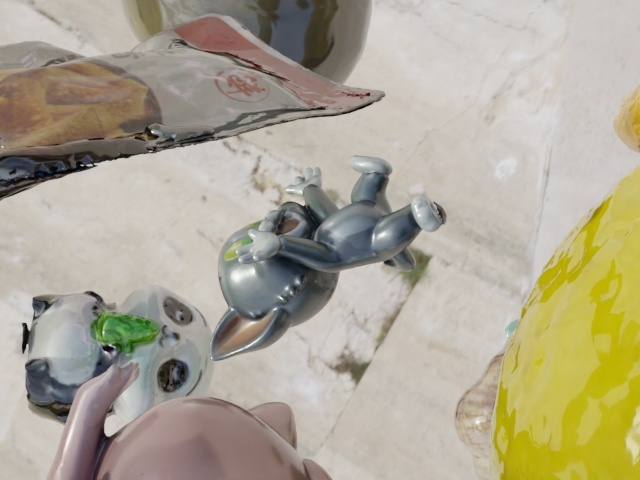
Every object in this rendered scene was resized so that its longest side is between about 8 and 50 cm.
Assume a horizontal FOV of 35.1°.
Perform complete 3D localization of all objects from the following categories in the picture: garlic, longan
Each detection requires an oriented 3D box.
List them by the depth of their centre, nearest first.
[{"bbox_3d":[0.180,0.134,0.770,0.102,0.159,0.147,1,98,54],"label":"garlic"},{"bbox_3d":[-0.103,-0.332,1.398,0.361,0.361,0.360,5,106,17],"label":"longan"}]

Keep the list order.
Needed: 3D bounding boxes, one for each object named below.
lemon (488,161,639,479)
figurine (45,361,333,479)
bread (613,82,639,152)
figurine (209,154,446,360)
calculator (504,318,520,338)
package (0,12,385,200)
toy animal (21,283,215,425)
[{"bbox_3d":[0.257,0.088,0.428,0.350,0.350,0.387,37,70,6],"label":"lemon"},{"bbox_3d":[-0.130,0.186,0.572,0.176,0.288,0.186,57,152,35],"label":"figurine"},{"bbox_3d":[0.325,-0.097,0.901,0.082,0.106,0.125,-43,80,4],"label":"bread"},{"bbox_3d":[0.005,0.002,1.032,0.265,0.193,0.140,-12,126,17],"label":"figurine"},{"bbox_3d":[0.383,0.263,1.686,0.186,0.041,0.298,-17,59,7],"label":"calculator"},{"bbox_3d":[-0.106,-0.064,0.460,0.154,0.239,0.030,38,132,42],"label":"package"},{"bbox_3d":[-0.283,0.164,1.434,0.267,0.212,0.212,-2,104,-3],"label":"toy animal"}]
